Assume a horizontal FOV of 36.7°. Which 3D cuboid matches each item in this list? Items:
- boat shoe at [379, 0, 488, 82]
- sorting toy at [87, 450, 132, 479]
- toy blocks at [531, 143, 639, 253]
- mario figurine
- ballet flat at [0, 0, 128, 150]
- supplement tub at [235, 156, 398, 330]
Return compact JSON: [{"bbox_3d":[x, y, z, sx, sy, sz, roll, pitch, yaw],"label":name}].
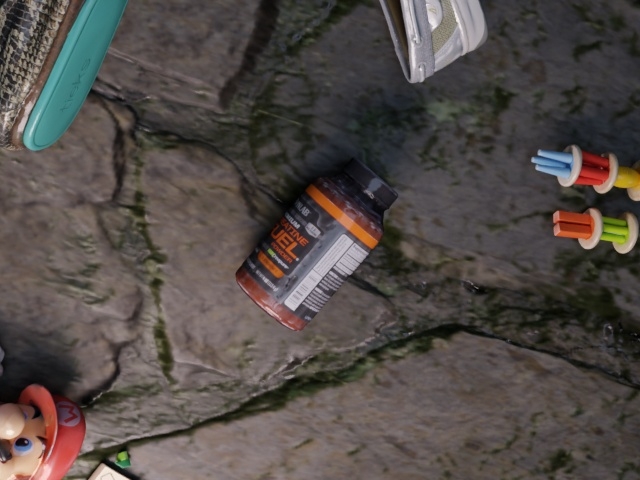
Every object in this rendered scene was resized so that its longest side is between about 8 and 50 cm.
[{"bbox_3d":[0.069,-0.325,1.034,0.103,0.118,0.320,-35,115,-6],"label":"boat shoe"},{"bbox_3d":[-0.250,0.297,1.181,0.062,0.012,0.083,37,98,-13],"label":"sorting toy"},{"bbox_3d":[0.323,-0.053,1.188,0.148,0.054,0.123,9,102,-14],"label":"toy blocks"},{"bbox_3d":[-0.403,0.211,1.016,0.320,0.170,0.198,-5,97,-32],"label":"mario figurine"},{"bbox_3d":[-0.221,-0.306,0.927,0.182,0.164,0.483,42,109,2],"label":"ballet flat"},{"bbox_3d":[0.000,0.000,1.108,0.106,0.106,0.198,39,93,-18],"label":"supplement tub"}]
